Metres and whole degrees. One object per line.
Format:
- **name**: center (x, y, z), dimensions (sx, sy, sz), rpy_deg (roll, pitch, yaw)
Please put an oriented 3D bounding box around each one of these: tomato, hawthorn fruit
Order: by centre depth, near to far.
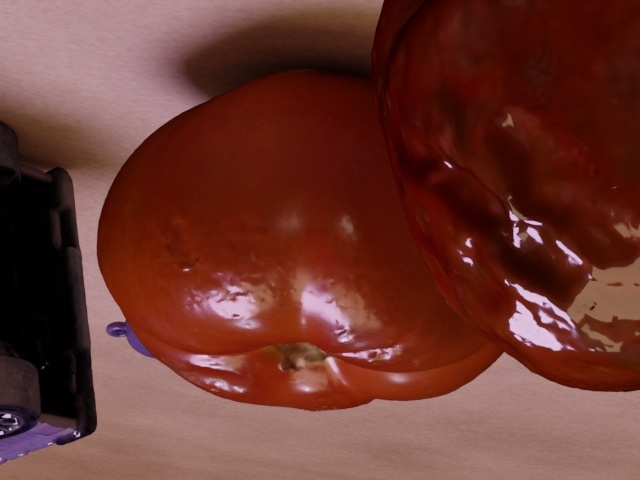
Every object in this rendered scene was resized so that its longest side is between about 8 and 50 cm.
- **hawthorn fruit**: center (0.108, -0.082, 0.789), dimensions (0.272, 0.242, 0.242), rpy_deg (45, 150, -19)
- **tomato**: center (0.002, -0.001, 1.174), dimensions (0.259, 0.180, 0.260), rpy_deg (5, 164, 2)

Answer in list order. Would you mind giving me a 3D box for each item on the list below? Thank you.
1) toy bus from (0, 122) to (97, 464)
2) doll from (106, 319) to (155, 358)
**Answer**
- **toy bus**: center (-0.373, 0.024, 1.267), dimensions (0.249, 0.209, 0.440), rpy_deg (-22, 156, 31)
- **doll**: center (-0.079, 0.072, 1.688), dimensions (0.205, 0.067, 0.110), rpy_deg (0, 151, -8)
